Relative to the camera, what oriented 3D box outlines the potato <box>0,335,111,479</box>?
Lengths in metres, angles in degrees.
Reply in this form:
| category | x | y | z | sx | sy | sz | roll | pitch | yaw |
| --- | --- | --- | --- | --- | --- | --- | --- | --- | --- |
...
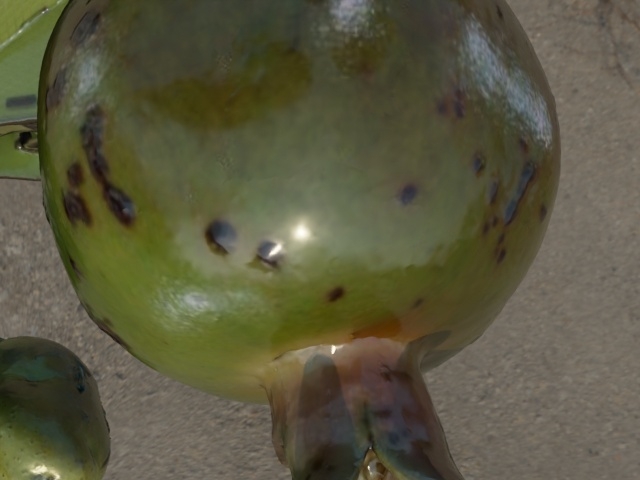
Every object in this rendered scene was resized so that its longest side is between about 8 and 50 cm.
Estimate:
| category | x | y | z | sx | sy | sz | roll | pitch | yaw |
| --- | --- | --- | --- | --- | --- | --- | --- | --- | --- |
| potato | -0.317 | 0.206 | 1.012 | 0.169 | 0.248 | 0.143 | 23 | 103 | -29 |

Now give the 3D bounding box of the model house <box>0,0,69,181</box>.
| category | x | y | z | sx | sy | sz | roll | pitch | yaw |
| --- | --- | --- | --- | --- | --- | --- | --- | --- | --- |
| model house | -0.211 | -0.165 | 0.640 | 0.218 | 0.279 | 0.205 | -1 | 85 | -46 |

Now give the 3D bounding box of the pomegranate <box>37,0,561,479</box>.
| category | x | y | z | sx | sy | sz | roll | pitch | yaw |
| --- | --- | --- | --- | --- | --- | --- | --- | --- | --- |
| pomegranate | -0.018 | -0.002 | 0.472 | 0.291 | 0.291 | 0.323 | 8 | 78 | -18 |
